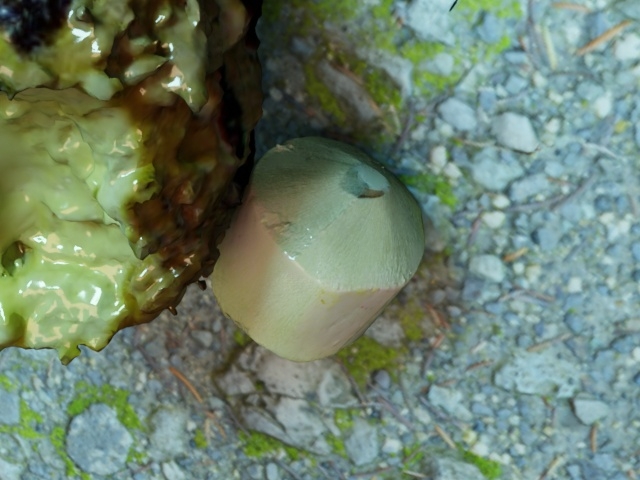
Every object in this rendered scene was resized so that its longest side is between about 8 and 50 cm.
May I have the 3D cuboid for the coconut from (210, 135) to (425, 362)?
[{"bbox_3d":[0.000,0.000,1.093,0.147,0.147,0.153,36,130,1],"label":"coconut"}]

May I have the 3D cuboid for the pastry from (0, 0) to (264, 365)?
[{"bbox_3d":[-0.173,-0.131,0.966,0.292,0.337,0.405,-1,141,9],"label":"pastry"}]
